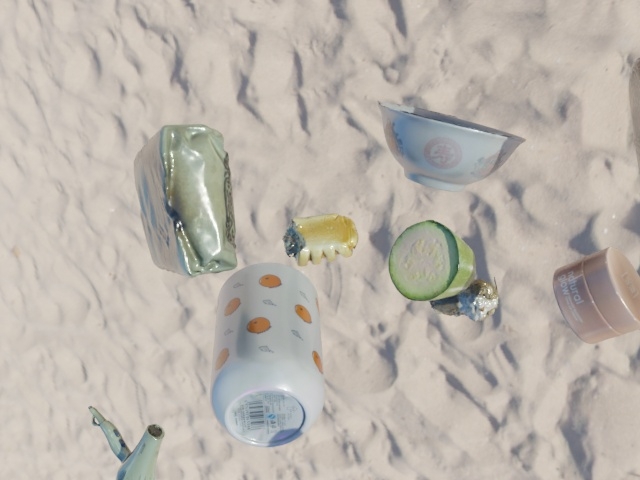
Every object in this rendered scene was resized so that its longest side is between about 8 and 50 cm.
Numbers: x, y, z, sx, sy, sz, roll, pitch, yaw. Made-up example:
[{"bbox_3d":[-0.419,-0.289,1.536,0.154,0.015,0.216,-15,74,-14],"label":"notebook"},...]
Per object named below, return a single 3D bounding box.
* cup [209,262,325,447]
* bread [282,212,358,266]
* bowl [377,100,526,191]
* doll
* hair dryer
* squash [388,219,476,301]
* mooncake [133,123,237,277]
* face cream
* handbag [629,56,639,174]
[{"bbox_3d":[-0.101,0.216,1.167,0.212,0.317,0.212,-2,122,-3],"label":"cup"},{"bbox_3d":[0.000,0.000,1.439,0.177,0.119,0.084,-7,147,-4],"label":"bread"},{"bbox_3d":[0.282,-0.206,1.429,0.345,0.345,0.157,20,108,22],"label":"bowl"},{"bbox_3d":[0.322,0.136,1.497,0.221,0.115,0.105,0,124,33],"label":"doll"},{"bbox_3d":[-0.325,0.326,1.044,0.167,0.067,0.199,-49,60,30],"label":"hair dryer"},{"bbox_3d":[0.242,0.047,1.285,0.170,0.123,0.170,-12,73,45],"label":"squash"},{"bbox_3d":[-0.229,-0.068,1.071,0.254,0.136,0.250,3,103,60],"label":"mooncake"},{"bbox_3d":[0.496,0.097,1.090,0.104,0.149,0.149,-31,94,38],"label":"face cream"},{"bbox_3d":[0.628,-0.196,1.118,0.093,0.254,0.308,-10,110,18],"label":"handbag"}]
